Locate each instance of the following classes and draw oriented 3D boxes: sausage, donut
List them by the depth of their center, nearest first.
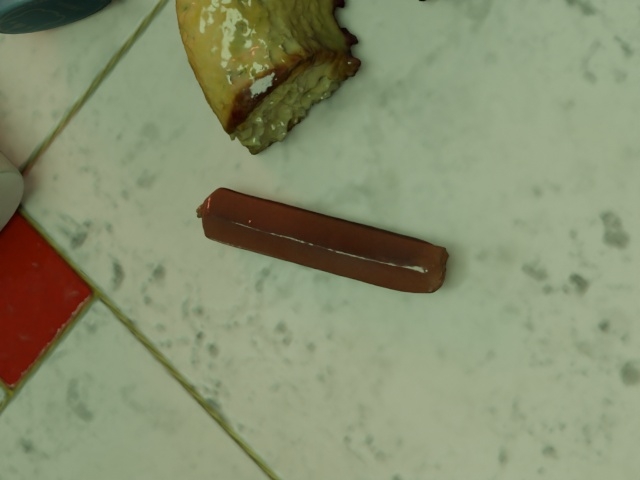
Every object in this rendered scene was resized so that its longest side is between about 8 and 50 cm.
[{"bbox_3d":[-0.004,-0.152,0.987,0.217,0.085,0.141,-45,77,17],"label":"donut"},{"bbox_3d":[0.000,0.001,1.013,0.147,0.035,0.030,15,95,21],"label":"sausage"}]

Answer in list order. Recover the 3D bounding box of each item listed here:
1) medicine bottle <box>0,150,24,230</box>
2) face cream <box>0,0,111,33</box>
[{"bbox_3d":[-0.263,-0.070,1.071,0.187,0.103,0.103,45,104,13],"label":"medicine bottle"},{"bbox_3d":[-0.185,-0.246,1.055,0.077,0.077,0.250,-19,83,19],"label":"face cream"}]
